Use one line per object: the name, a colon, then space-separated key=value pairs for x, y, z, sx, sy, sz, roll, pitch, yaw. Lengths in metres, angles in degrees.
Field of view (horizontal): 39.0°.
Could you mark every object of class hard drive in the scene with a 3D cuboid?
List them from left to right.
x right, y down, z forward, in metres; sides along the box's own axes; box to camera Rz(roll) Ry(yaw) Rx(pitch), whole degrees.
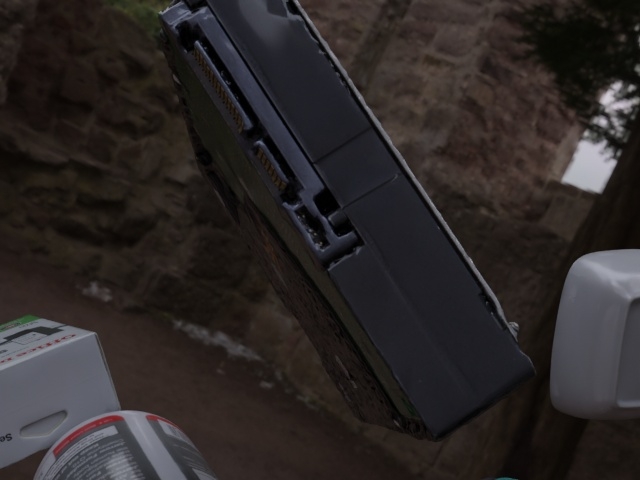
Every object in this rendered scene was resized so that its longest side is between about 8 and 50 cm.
hard drive: x=0.000 y=0.000 z=0.550 sx=0.237 sy=0.064 sz=0.339 roll=57 pitch=-7 yaw=7

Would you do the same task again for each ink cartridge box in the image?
ink cartridge box: x=-0.309 y=0.144 z=0.883 sx=0.153 sy=0.087 sz=0.208 roll=-22 pitch=13 yaw=-33

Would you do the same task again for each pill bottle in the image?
pill bottle: x=-0.131 y=0.255 z=0.709 sx=0.161 sy=0.161 sz=0.283 roll=26 pitch=-1 yaw=-26

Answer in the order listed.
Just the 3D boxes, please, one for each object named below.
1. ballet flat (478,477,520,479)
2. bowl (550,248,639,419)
ballet flat: x=0.128 y=0.150 z=0.378 sx=0.203 sy=0.074 sz=0.074 roll=21 pitch=1 yaw=-22
bowl: x=0.260 y=0.081 z=0.725 sx=0.142 sy=0.142 sz=0.053 roll=1 pitch=11 yaw=-20
